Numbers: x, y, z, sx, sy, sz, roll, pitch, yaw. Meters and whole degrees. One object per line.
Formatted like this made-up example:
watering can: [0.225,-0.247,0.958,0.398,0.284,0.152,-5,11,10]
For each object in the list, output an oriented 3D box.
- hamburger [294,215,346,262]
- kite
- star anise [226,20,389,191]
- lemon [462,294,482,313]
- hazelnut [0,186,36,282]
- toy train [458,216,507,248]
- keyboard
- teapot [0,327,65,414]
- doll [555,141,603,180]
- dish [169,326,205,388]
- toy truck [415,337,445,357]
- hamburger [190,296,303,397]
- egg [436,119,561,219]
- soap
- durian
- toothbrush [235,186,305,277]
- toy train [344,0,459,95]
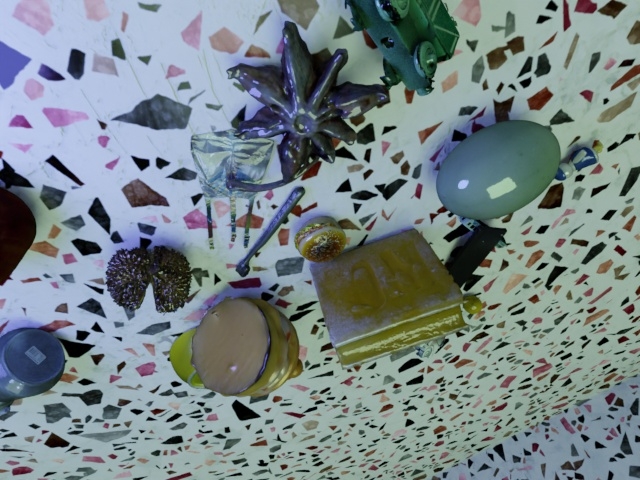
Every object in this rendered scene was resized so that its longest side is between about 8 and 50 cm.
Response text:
hamburger: [0.000,0.000,1.037,0.126,0.082,0.141,-26,133,6]
kite: [-0.212,-0.103,0.931,0.169,0.015,0.310,3,126,-20]
star anise: [-0.051,-0.248,0.794,0.359,0.139,0.316,-6,125,8]
lemon: [0.514,0.217,1.396,0.083,0.062,0.062,27,118,-33]
hazelnut: [-0.664,0.007,0.769,0.251,0.217,0.217,-40,134,-13]
toy train: [0.471,-0.025,1.187,0.207,0.043,0.047,27,121,-34]
keyboard: [0.433,0.067,1.237,0.100,0.018,0.310,3,138,-15]
teapot: [-0.783,0.322,1.034,0.225,0.171,0.203,-32,100,20]
doll: [0.672,-0.202,1.090,0.142,0.058,0.098,-36,151,16]
dish: [-0.318,0.375,1.244,0.262,0.108,0.221,21,122,-31]
toy truck: [0.288,0.245,1.241,0.135,0.114,0.270,-45,133,-6]
hamburger: [-0.180,0.291,1.122,0.276,0.277,0.236,-37,149,15]
egg: [0.401,-0.158,0.944,0.282,0.203,0.203,-27,132,3]
soap: [0.162,0.139,1.068,0.334,0.294,0.156,-19,133,1]
durian: [-0.381,0.087,0.931,0.195,0.167,0.196,-15,167,-3]
toothbrush: [-0.126,-0.016,1.022,0.030,0.031,0.297,3,132,-53]
toy train: [0.137,-0.374,0.699,0.269,0.115,0.155,38,66,-37]
